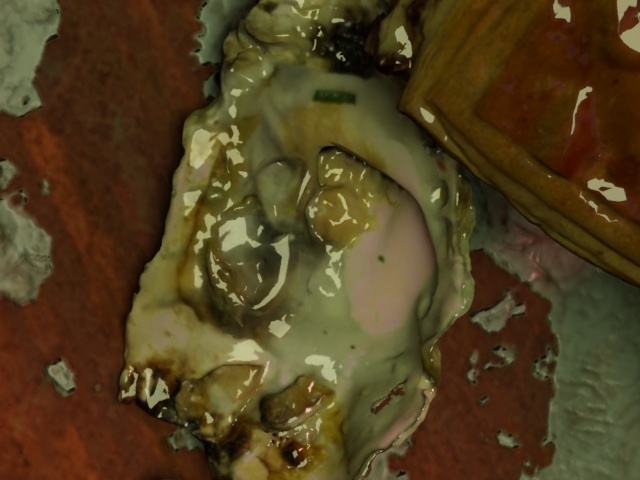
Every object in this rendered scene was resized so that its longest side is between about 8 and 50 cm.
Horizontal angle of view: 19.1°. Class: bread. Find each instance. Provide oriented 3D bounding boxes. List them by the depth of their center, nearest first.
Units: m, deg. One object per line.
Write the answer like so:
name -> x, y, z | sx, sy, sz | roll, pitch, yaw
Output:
bread -> 0.217, -0.124, 1.106 | 0.325, 0.167, 0.277 | 33, 108, -2

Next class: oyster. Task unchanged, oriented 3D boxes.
oyster -> 0.003, 0.000, 1.185 | 0.201, 0.107, 0.354 | 17, 94, 15

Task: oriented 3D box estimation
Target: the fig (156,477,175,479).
fig -> -0.098, 0.190, 1.188 | 0.050, 0.050, 0.083 | 12, 108, -17
